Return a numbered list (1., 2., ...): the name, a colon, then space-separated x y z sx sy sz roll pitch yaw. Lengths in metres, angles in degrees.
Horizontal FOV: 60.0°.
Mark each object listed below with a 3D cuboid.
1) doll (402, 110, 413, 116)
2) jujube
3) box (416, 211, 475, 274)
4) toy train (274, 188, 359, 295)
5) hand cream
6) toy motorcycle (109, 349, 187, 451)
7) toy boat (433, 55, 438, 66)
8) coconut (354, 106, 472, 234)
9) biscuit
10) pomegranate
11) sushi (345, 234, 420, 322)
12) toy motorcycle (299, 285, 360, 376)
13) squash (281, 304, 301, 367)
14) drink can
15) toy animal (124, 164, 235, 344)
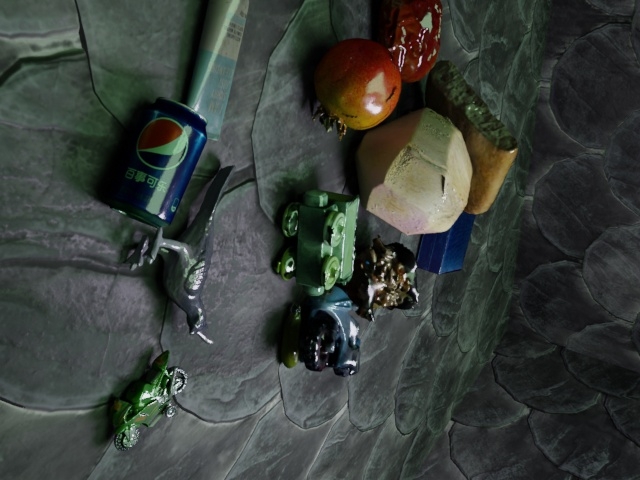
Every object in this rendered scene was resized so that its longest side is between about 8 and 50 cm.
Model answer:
1. doll: 0.299 -0.385 1.766 0.093 0.051 0.062 3 73 -60
2. jujube: 0.236 -0.553 1.479 0.174 0.174 0.251 -32 135 -47
3. box: 0.498 -0.020 2.177 0.261 0.116 0.279 -2 105 -58
4. toy train: 0.000 0.000 1.387 0.188 0.159 0.272 -34 132 -59
5. hand cream: -0.189 -0.340 1.016 0.111 0.070 0.312 -9 115 -60
6. toy motorcycle: -0.342 0.312 1.080 0.190 0.074 0.106 -51 133 -32
7. toy boat: 0.291 -0.603 1.646 0.155 0.085 0.228 25 71 -55
8. coconut: 0.256 -0.196 1.556 0.352 0.352 0.353 -30 128 -48
9. biscuit: 0.423 -0.294 1.721 0.104 0.429 0.446 -21 153 -10
10. pomegranate: 0.080 -0.355 1.299 0.235 0.210 0.210 -53 151 14
11. sushi: 0.165 0.120 1.655 0.218 0.225 0.239 -20 83 -23
12. toy motorcycle: 0.045 0.262 1.564 0.416 0.172 0.232 43 53 -65
13. squash: -0.076 0.258 1.475 0.052 0.052 0.184 -16 119 -54
14. drink can: -0.272 -0.130 0.934 0.118 0.118 0.205 35 73 -57
15. toy animal: -0.263 0.024 1.057 0.205 0.081 0.367 5 92 -54
